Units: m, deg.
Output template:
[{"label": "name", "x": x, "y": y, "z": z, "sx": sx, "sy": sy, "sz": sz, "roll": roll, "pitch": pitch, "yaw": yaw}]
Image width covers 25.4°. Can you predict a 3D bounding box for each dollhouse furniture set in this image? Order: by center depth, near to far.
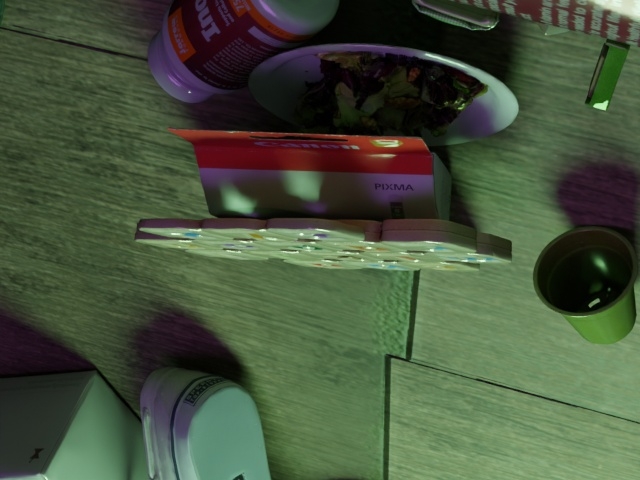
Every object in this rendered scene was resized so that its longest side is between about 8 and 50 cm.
[{"label": "dollhouse furniture set", "x": 0.134, "y": -0.146, "z": 0.966, "sx": 0.152, "sy": 0.076, "sz": 0.058, "roll": 19, "pitch": 141, "yaw": 7}]

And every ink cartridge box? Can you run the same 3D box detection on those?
[{"label": "ink cartridge box", "x": -0.001, "y": -0.041, "z": 1.057, "sx": 0.181, "sy": 0.056, "sz": 0.225, "roll": 2, "pitch": 178, "yaw": 10}]

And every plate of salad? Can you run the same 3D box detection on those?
[{"label": "plate of salad", "x": 0.044, "y": -0.095, "z": 1.044, "sx": 0.200, "sy": 0.048, "sz": 0.200, "roll": 7, "pitch": 165, "yaw": 2}]

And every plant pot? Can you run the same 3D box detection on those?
[{"label": "plant pot", "x": 0.222, "y": 0.044, "z": 1.146, "sx": 0.083, "sy": 0.083, "sz": 0.079, "roll": 1, "pitch": 149, "yaw": 28}]

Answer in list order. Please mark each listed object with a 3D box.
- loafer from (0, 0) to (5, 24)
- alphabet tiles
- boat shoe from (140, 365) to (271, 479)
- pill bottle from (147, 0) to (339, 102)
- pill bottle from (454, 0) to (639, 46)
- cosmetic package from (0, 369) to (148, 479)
[{"label": "loafer", "x": -0.294, "y": -0.239, "z": 1.081, "sx": 0.084, "sy": 0.096, "sz": 0.267, "roll": 27, "pitch": 144, "yaw": 7}, {"label": "alphabet tiles", "x": 0.000, "y": 0.000, "z": 1.130, "sx": 0.284, "sy": 0.021, "sz": 0.278, "roll": 0, "pitch": 173, "yaw": 31}, {"label": "boat shoe", "x": -0.137, "y": 0.299, "z": 1.544, "sx": 0.156, "sy": 0.136, "sz": 0.367, "roll": 17, "pitch": 127, "yaw": 44}, {"label": "pill bottle", "x": -0.062, "y": -0.161, "z": 1.046, "sx": 0.086, "sy": 0.086, "sz": 0.152, "roll": 40, "pitch": 139, "yaw": -18}, {"label": "pill bottle", "x": 0.115, "y": -0.232, "z": 0.757, "sx": 0.392, "sy": 0.224, "sz": 0.224, "roll": 16, "pitch": 141, "yaw": 11}, {"label": "cosmetic package", "x": -0.262, "y": 0.327, "z": 1.667, "sx": 0.197, "sy": 0.155, "sz": 0.365, "roll": -6, "pitch": 132, "yaw": 33}]
